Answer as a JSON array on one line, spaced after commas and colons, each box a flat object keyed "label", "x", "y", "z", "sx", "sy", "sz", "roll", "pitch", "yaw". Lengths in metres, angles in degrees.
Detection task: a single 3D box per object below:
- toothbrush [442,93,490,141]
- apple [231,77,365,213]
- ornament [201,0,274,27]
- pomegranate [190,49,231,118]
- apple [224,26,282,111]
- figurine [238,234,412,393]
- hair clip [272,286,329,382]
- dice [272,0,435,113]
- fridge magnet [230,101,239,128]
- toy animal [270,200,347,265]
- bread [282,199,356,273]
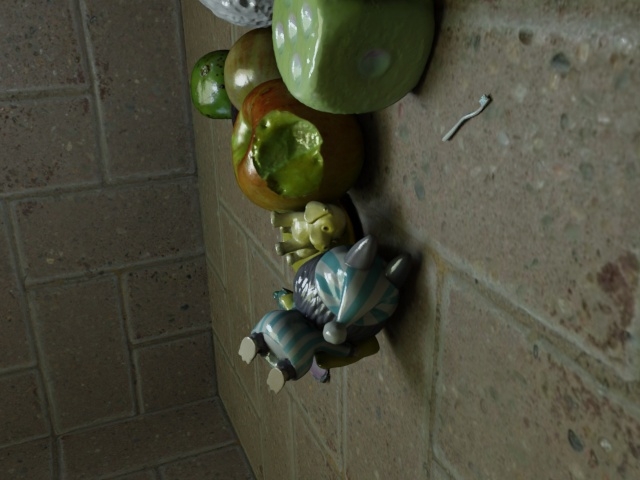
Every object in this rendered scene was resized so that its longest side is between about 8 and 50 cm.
[{"label": "toothbrush", "x": 0.259, "y": -0.214, "z": 1.169, "sx": 0.017, "sy": 0.014, "sz": 0.162, "roll": 61, "pitch": 156, "yaw": 10}, {"label": "apple", "x": -0.053, "y": -0.226, "z": 1.584, "sx": 0.339, "sy": 0.339, "sz": 0.339, "roll": 170, "pitch": 90, "yaw": -70}, {"label": "ornament", "x": -0.174, "y": -0.718, "z": 1.632, "sx": 0.337, "sy": 0.337, "sz": 0.337, "roll": 170, "pitch": 90, "yaw": -70}, {"label": "pomegranate", "x": -0.341, "y": -0.546, "z": 2.330, "sx": 0.270, "sy": 0.254, "sz": 0.254, "roll": 44, "pitch": -155, "yaw": -65}, {"label": "apple", "x": -0.134, "y": -0.453, "z": 1.786, "sx": 0.257, "sy": 0.257, "sz": 0.234, "roll": 110, "pitch": 170, "yaw": -54}, {"label": "figurine", "x": 0.021, "y": 0.113, "z": 1.482, "sx": 0.266, "sy": 0.361, "sz": 0.378, "roll": 40, "pitch": 135, "yaw": 23}, {"label": "hair clip", "x": -0.052, "y": 0.305, "z": 2.181, "sx": 0.095, "sy": 0.110, "sz": 0.359, "roll": 34, "pitch": -153, "yaw": -59}, {"label": "dice", "x": 0.059, "y": -0.414, "z": 1.271, "sx": 0.254, "sy": 0.252, "sz": 0.250, "roll": 106, "pitch": 147, "yaw": -47}, {"label": "fridge magnet", "x": -0.180, "y": -0.371, "z": 2.064, "sx": 0.363, "sy": 0.155, "sz": 0.363, "roll": 165, "pitch": 90, "yaw": -70}, {"label": "toy animal", "x": -0.028, "y": -0.016, "z": 1.530, "sx": 0.233, "sy": 0.168, "sz": 0.121, "roll": 112, "pitch": 148, "yaw": -77}, {"label": "bread", "x": 0.000, "y": 0.000, "z": 1.780, "sx": 0.270, "sy": 0.148, "sz": 0.270, "roll": 41, "pitch": 137, "yaw": 54}]
